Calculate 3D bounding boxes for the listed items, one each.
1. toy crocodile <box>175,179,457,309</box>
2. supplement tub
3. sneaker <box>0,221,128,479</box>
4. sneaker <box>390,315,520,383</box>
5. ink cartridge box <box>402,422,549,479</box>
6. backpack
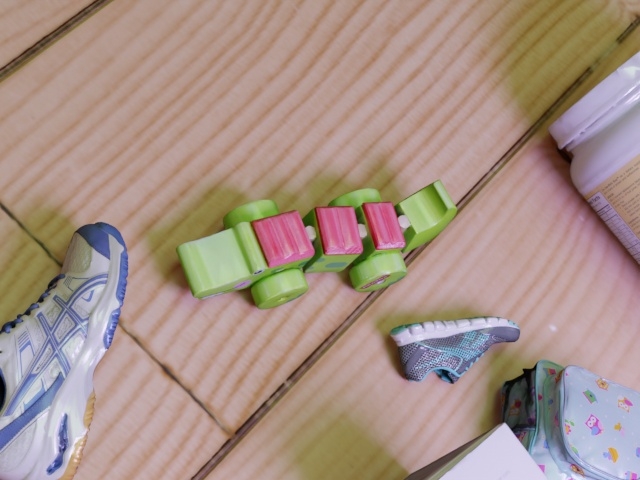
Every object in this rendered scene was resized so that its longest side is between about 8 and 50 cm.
[{"bbox_3d":[0.000,0.000,1.605,0.341,0.105,0.115,-9,71,-26],"label":"toy crocodile"},{"bbox_3d":[0.467,-0.076,1.764,0.241,0.241,0.331,-35,84,-32],"label":"supplement tub"},{"bbox_3d":[-0.283,0.102,1.432,0.131,0.112,0.296,18,61,-15],"label":"sneaker"},{"bbox_3d":[0.160,0.130,1.653,0.167,0.065,0.076,-4,86,-22],"label":"sneaker"},{"bbox_3d":[0.192,0.369,1.453,0.129,0.223,0.307,-34,84,-32],"label":"ink cartridge box"},{"bbox_3d":[0.291,0.244,1.603,0.166,0.144,0.188,24,63,-19],"label":"backpack"}]
